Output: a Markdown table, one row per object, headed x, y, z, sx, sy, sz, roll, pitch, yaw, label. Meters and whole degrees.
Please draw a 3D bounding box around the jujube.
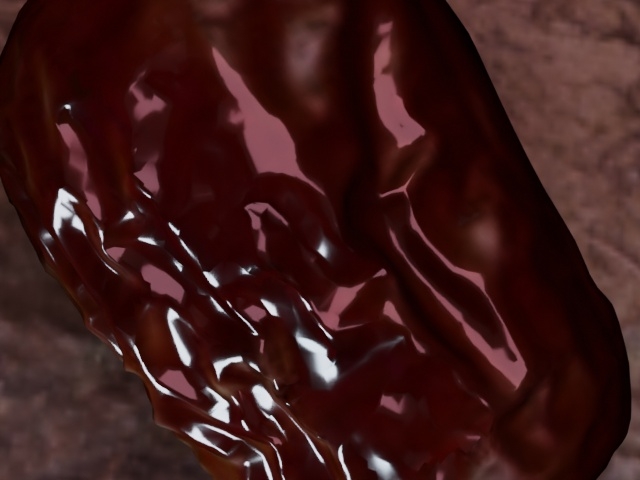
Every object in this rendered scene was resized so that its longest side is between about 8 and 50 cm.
| x | y | z | sx | sy | sz | roll | pitch | yaw | label |
| --- | --- | --- | --- | --- | --- | --- | --- | --- | --- |
| 0.000 | 0.000 | 0.438 | 0.155 | 0.155 | 0.230 | -35 | 85 | -9 | jujube |
